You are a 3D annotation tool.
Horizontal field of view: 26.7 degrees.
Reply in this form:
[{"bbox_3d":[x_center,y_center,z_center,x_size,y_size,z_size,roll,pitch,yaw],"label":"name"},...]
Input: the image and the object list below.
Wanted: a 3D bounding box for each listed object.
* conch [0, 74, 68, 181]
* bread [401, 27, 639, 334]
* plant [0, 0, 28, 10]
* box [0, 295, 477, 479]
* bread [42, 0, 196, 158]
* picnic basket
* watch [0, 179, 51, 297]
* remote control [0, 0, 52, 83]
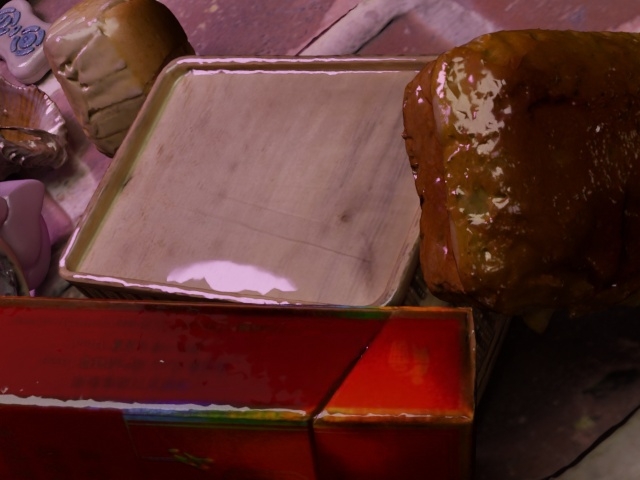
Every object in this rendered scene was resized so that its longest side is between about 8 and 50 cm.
[{"bbox_3d":[-0.340,-0.111,1.300,0.207,0.130,0.155,1,68,11],"label":"conch"},{"bbox_3d":[0.241,-0.051,0.874,0.380,0.109,0.185,-8,84,-22],"label":"bread"},{"bbox_3d":[-0.400,-0.264,1.482,0.143,0.092,0.094,-26,55,0],"label":"plant"},{"bbox_3d":[-0.057,0.126,0.867,0.313,0.197,0.089,1,52,6],"label":"box"},{"bbox_3d":[-0.166,-0.153,1.194,0.106,0.140,0.236,-28,12,3],"label":"bread"},{"bbox_3d":[0.000,0.000,1.012,0.313,0.175,0.228,5,59,35],"label":"picnic basket"},{"bbox_3d":[-0.370,0.054,1.160,0.217,0.211,0.248,-18,57,26],"label":"watch"},{"bbox_3d":[-0.317,-0.213,1.432,0.074,0.032,0.122,-46,47,-10],"label":"remote control"}]
